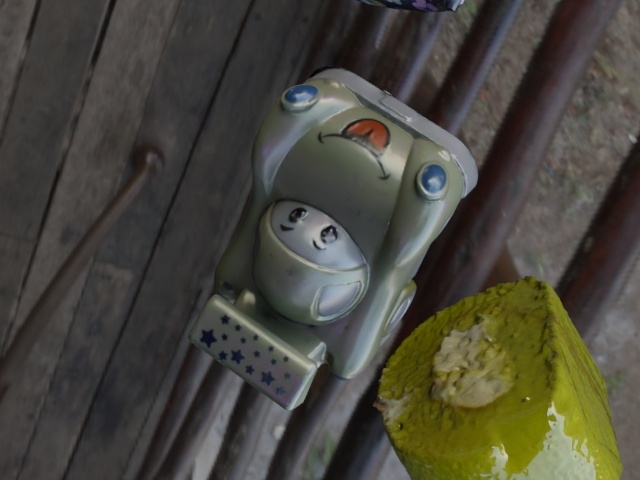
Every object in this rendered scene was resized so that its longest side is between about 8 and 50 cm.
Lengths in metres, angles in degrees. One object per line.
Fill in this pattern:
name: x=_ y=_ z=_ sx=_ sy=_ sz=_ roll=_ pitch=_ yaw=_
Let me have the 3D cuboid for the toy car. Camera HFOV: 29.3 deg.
toy car: x=0.000 y=0.000 z=1.435 sx=0.242 sy=0.226 sz=0.336 roll=34 pitch=131 yaw=15

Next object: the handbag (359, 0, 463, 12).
handbag: x=0.006 y=-0.237 z=0.762 sx=0.208 sy=0.228 sz=0.127 roll=37 pitch=91 yaw=-24

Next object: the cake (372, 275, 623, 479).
cake: x=0.155 y=0.158 z=1.083 sx=0.179 sy=0.260 sz=0.156 roll=-27 pitch=108 yaw=19
